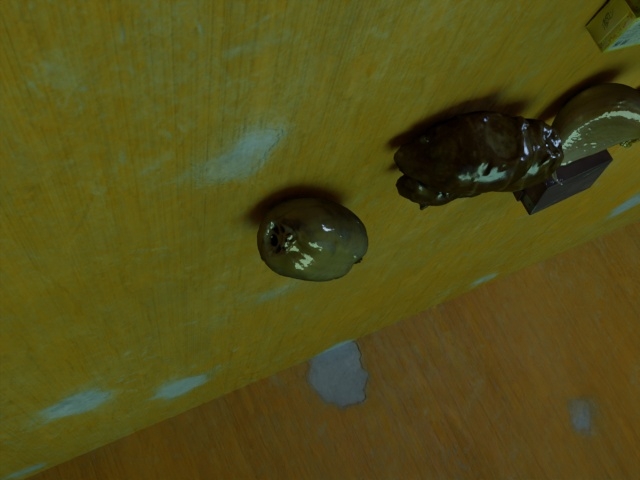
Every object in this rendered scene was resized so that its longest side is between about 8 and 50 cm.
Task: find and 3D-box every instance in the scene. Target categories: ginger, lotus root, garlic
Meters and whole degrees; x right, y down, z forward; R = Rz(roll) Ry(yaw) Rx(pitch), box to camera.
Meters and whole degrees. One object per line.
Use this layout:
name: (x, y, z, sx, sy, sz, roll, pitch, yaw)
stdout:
ginger: (0.296, -0.158, 1.420, 0.274, 0.152, 0.358, -15, 174, 43)
lotus root: (0.000, 0.000, 1.442, 0.169, 0.151, 0.343, -45, 158, 17)
garlic: (0.585, -0.242, 1.541, 0.245, 0.164, 0.145, -27, 180, 22)

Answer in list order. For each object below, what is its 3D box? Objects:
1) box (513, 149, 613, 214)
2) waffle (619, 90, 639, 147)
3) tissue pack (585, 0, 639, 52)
box: (0.650, -0.173, 1.951, 0.215, 0.086, 0.215, -24, 162, -6)
waffle: (0.806, -0.315, 1.804, 0.283, 0.065, 0.309, -23, 159, -15)
tissue pack: (0.559, -0.389, 1.245, 0.176, 0.062, 0.095, -19, 163, -24)
